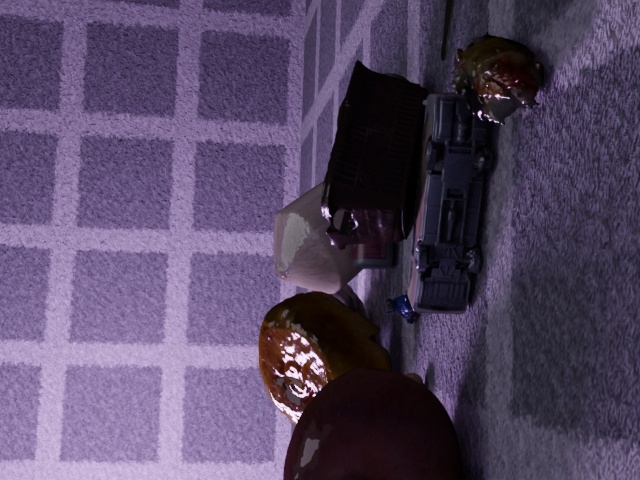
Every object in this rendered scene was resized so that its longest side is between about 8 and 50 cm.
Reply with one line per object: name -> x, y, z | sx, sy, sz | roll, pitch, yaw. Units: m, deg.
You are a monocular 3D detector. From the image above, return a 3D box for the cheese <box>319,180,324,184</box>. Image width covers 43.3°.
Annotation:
cheese -> 0.060, -0.060, 2.120 | 0.226, 0.117, 0.213 | -142, 49, -74

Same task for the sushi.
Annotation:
sushi -> 0.226, -0.214, 1.063 | 0.226, 0.097, 0.103 | -102, 14, -67

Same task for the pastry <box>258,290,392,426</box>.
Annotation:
pastry -> 0.008, 0.279, 1.753 | 0.356, 0.164, 0.355 | 23, 124, 38

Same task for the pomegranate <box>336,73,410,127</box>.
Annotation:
pomegranate -> 0.133, -0.216, 1.558 | 0.209, 0.180, 0.180 | 56, -178, -16

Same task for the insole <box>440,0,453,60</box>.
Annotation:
insole -> 0.227, -0.391, 1.445 | 0.045, 0.002, 0.134 | -110, 23, -70

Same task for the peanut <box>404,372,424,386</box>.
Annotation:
peanut -> 0.168, 0.299, 1.476 | 0.054, 0.054, 0.113 | 143, 128, -79

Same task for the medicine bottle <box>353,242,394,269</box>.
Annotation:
medicine bottle -> 0.119, -0.047, 1.772 | 0.090, 0.091, 0.216 | 143, 129, -79

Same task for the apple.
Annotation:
apple -> 0.083, 0.356, 1.266 | 0.235, 0.306, 0.305 | -26, -59, -72

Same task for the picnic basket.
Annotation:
picnic basket -> 0.100, -0.137, 1.322 | 0.222, 0.129, 0.296 | 71, -151, -62

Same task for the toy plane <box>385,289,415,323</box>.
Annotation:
toy plane -> 0.160, 0.134, 1.599 | 0.167, 0.054, 0.062 | 179, 68, -81

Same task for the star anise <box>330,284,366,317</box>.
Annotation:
star anise -> 0.071, 0.257, 1.966 | 0.359, 0.139, 0.315 | 76, -161, -61

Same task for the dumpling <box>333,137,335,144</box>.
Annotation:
dumpling -> 0.088, -0.217, 2.029 | 0.169, 0.100, 0.134 | 117, 142, -75

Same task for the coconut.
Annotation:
coconut -> 0.000, 0.000, 1.886 | 0.266, 0.237, 0.237 | -43, -16, -28

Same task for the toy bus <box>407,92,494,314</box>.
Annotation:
toy bus -> 0.197, -0.057, 1.246 | 0.138, 0.097, 0.342 | -92, 5, -76
